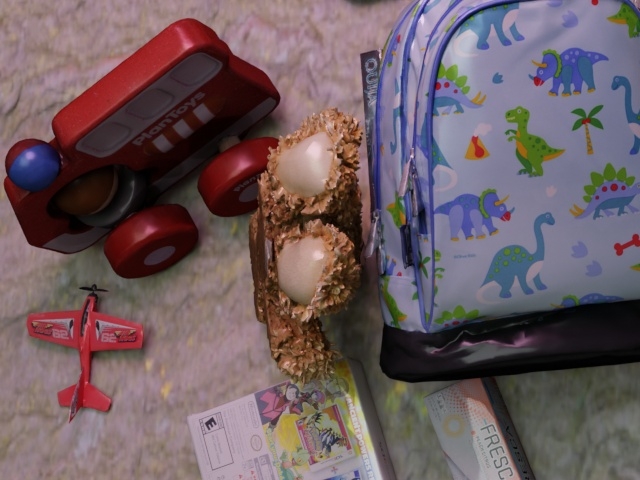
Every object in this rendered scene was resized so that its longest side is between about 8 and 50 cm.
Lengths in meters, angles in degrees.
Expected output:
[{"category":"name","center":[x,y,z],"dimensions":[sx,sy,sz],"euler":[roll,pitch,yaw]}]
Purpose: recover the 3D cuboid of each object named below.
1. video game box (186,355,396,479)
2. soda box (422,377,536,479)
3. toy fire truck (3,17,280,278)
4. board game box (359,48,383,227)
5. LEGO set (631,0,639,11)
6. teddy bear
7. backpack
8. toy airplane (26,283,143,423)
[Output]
[{"category":"video game box","center":[-0.020,0.241,1.432],"dimensions":[0.187,0.048,0.205],"euler":[-22,73,20]},{"category":"soda box","center":[0.161,0.219,1.353],"dimensions":[0.063,0.058,0.183],"euler":[-26,71,17]},{"category":"toy fire truck","center":[-0.188,-0.095,1.447],"dimensions":[0.302,0.254,0.169],"euler":[-34,70,14]},{"category":"board game box","center":[0.084,-0.080,1.400],"dimensions":[0.026,0.126,0.186],"euler":[-10,77,29]},{"category":"LEGO set","center":[0.237,-0.221,1.415],"dimensions":[0.182,0.060,0.244],"euler":[-41,56,12]},{"category":"teddy bear","center":[0.000,0.000,1.330],"dimensions":[0.113,0.338,0.245],"euler":[-3,66,-6]},{"category":"backpack","center":[0.176,-0.068,1.253],"dimensions":[0.290,0.273,0.355],"euler":[-4,81,-1]},{"category":"toy airplane","center":[-0.250,0.121,1.559],"dimensions":[0.151,0.028,0.151],"euler":[-4,79,24]}]
